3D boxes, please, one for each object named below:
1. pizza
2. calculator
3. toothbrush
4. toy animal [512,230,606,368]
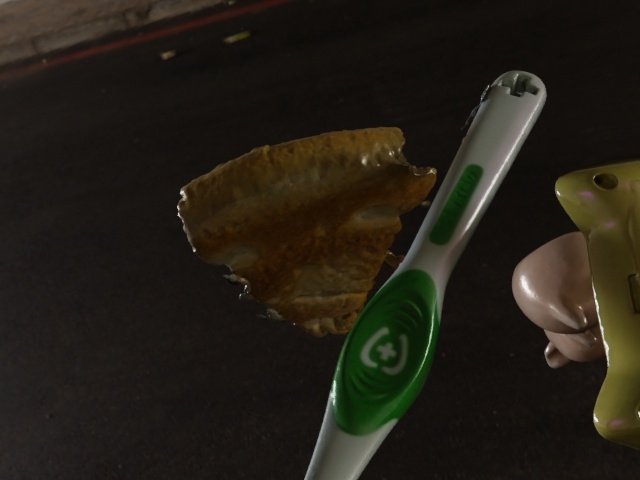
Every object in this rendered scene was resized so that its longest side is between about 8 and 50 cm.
[{"bbox_3d":[-0.002,-0.001,0.520,0.154,0.194,0.069,-19,55,-4],"label":"pizza"},{"bbox_3d":[0.222,0.031,0.389,0.236,0.157,0.033,4,-19,-30],"label":"calculator"},{"bbox_3d":[0.035,0.047,0.361,0.042,0.040,0.418,20,52,18],"label":"toothbrush"},{"bbox_3d":[0.348,0.081,1.042,0.166,0.250,0.154,-39,52,7],"label":"toy animal"}]
